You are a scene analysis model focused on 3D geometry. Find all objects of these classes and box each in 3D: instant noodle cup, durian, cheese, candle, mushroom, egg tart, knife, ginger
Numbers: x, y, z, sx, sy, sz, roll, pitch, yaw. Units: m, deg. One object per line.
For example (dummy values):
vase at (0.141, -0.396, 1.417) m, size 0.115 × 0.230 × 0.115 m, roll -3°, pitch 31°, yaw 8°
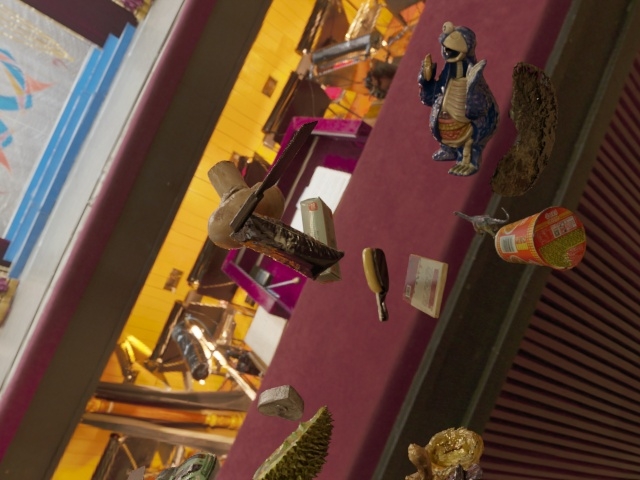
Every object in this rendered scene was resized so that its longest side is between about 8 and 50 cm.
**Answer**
instant noodle cup at (0.665, 0.004, 1.355) m, size 0.212 × 0.193 × 0.193 m, roll 159°, pitch 130°, yaw -74°
durian at (-0.066, 0.633, 1.351) m, size 0.169 × 0.351 × 0.158 m, roll -1°, pitch 105°, yaw 33°
cheese at (0.130, 0.098, 0.967) m, size 0.036 × 0.086 × 0.163 m, roll -15°, pitch 76°, yaw 25°
candle at (-0.148, 0.643, 1.731) m, size 0.068 × 0.192 × 0.169 m, roll -87°, pitch 15°, yaw -52°
mushroom at (-0.283, -0.130, 1.472) m, size 0.292 × 0.290 × 0.292 m, roll -33°, pitch 0°, yaw 0°
egg tart at (0.506, 0.838, 1.660) m, size 0.288 × 0.288 × 0.118 m, roll -30°, pitch 86°, yaw 42°
knife at (-0.080, -0.104, 0.737) m, size 0.245 × 0.019 × 0.072 m, roll -48°, pitch -4°, yaw 30°
ginger at (0.330, 0.797, 1.469) m, size 0.133 × 0.214 × 0.059 m, roll -25°, pitch 9°, yaw -4°

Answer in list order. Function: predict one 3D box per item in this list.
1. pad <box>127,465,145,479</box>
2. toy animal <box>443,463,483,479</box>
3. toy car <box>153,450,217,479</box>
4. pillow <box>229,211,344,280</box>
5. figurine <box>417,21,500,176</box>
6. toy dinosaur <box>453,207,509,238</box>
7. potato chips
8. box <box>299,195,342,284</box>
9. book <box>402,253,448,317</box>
pad at (-0.318, 0.482, 0.640) m, size 0.176 × 0.002 × 0.266 m, roll -44°, pitch 29°, yaw 48°
toy animal at (0.425, 0.840, 1.349) m, size 0.185 × 0.122 × 0.299 m, roll 13°, pitch 82°, yaw 11°
toy car at (-0.402, 0.690, 1.183) m, size 0.306 × 0.125 × 0.136 m, roll -53°, pitch 6°, yaw 15°
pillow at (-0.071, 0.011, 0.869) m, size 0.141 × 0.208 × 0.055 m, roll -43°, pitch 24°, yaw 54°
figurine at (0.249, -0.245, 0.760) m, size 0.120 × 0.262 × 0.164 m, roll -25°, pitch 50°, yaw -10°
toy dinosaur at (0.764, -0.079, 2.019) m, size 0.076 × 0.147 × 0.363 m, roll -48°, pitch 17°, yaw -9°
potato chips at (0.342, -0.172, 0.727) m, size 0.029 × 0.202 × 0.220 m, roll 20°, pitch 81°, yaw 47°
box at (0.000, 0.000, 1.429) m, size 0.079 × 0.135 × 0.270 m, roll -13°, pitch 69°, yaw 16°
book at (0.323, 0.135, 1.363) m, size 0.232 × 0.022 × 0.162 m, roll -160°, pitch 78°, yaw -76°
